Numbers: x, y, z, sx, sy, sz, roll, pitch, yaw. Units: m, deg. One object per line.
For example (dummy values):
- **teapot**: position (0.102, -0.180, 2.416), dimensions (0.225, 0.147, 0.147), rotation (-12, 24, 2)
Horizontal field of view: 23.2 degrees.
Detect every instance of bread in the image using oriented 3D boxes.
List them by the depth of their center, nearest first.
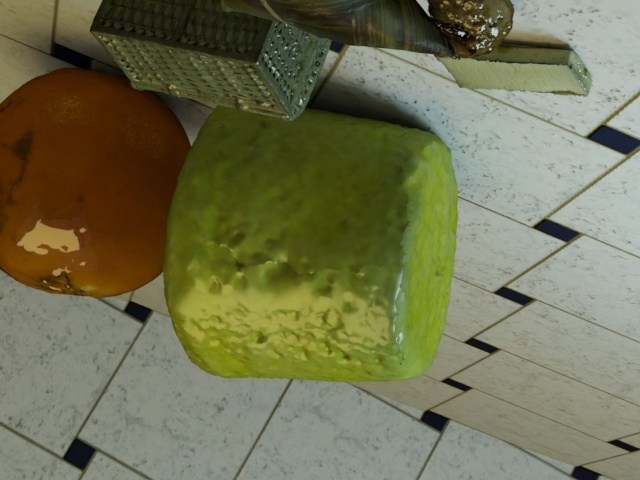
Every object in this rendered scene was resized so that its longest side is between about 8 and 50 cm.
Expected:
- **bread**: position (0.139, -0.209, 1.460), dimensions (0.082, 0.060, 0.113), rotation (17, 162, 21)
- **bread**: position (0.194, -0.173, 1.562), dimensions (0.153, 0.028, 0.068), rotation (9, 160, 33)
- **bread**: position (0.000, 0.000, 1.840), dimensions (0.307, 0.348, 0.348), rotation (3, 158, 22)

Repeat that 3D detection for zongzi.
- **zongzi**: position (0.005, -0.260, 1.355), dimensions (0.241, 0.111, 0.248), rotation (20, 162, 16)

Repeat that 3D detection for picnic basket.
- **picnic basket**: position (-0.105, -0.216, 1.607), dimensions (0.196, 0.134, 0.154), rotation (13, 163, 23)

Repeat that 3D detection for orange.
- **orange**: position (-0.309, -0.074, 2.023), dimensions (0.312, 0.312, 0.312), rotation (19, 163, 6)
